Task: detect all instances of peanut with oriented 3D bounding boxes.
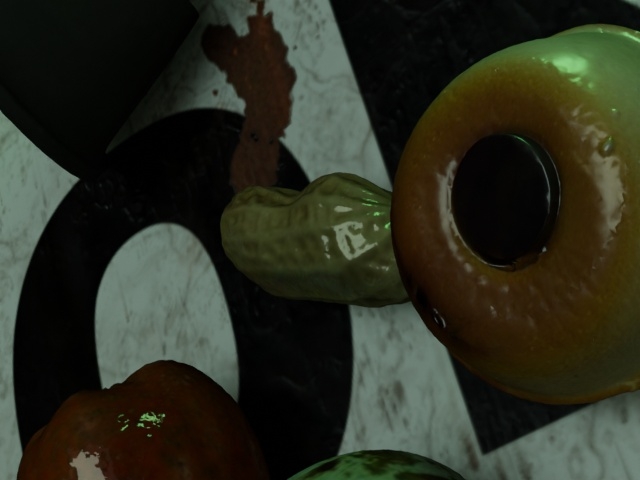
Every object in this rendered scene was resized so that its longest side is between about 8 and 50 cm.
[{"bbox_3d":[0.000,-0.001,0.887,0.194,0.093,0.083,8,46,38],"label":"peanut"}]

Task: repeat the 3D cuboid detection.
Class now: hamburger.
[{"bbox_3d":[0.143,-0.014,0.739,0.237,0.147,0.236,-3,85,43],"label":"hamburger"}]

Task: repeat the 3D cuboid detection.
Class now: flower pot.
[{"bbox_3d":[-0.208,-0.199,1.031,0.166,0.269,0.269,-35,57,6],"label":"flower pot"}]

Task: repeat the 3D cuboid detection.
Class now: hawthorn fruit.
[{"bbox_3d":[-0.120,0.184,0.898,0.189,0.189,0.189,-10,73,38],"label":"hawthorn fruit"}]

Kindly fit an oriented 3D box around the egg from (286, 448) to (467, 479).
[{"bbox_3d":[0.018,0.224,0.771,0.231,0.169,0.169,-43,55,38],"label":"egg"}]
